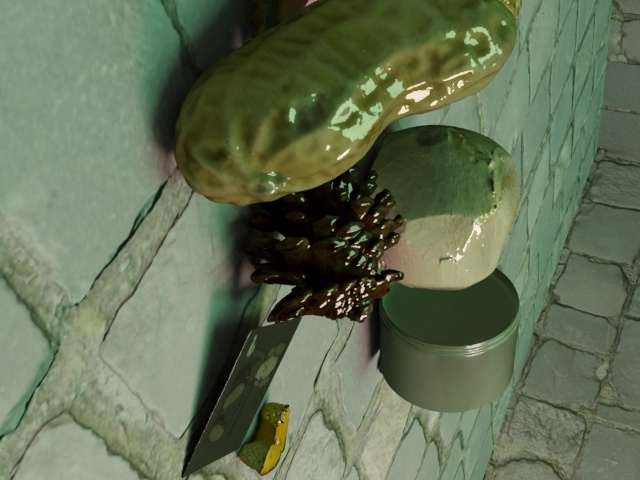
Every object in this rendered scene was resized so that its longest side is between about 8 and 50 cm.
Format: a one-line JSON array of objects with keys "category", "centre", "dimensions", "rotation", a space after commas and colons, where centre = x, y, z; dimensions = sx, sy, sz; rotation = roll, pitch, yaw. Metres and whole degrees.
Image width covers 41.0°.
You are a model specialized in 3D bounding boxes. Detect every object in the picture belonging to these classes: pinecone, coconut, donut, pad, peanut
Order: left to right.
[{"category": "pad", "centre": [-0.085, 0.173, 0.961], "dimensions": [0.190, 0.004, 0.127], "rotation": [-64, 159, 13]}, {"category": "donut", "centre": [-0.068, 0.243, 1.062], "dimensions": [0.067, 0.038, 0.083], "rotation": [3, 96, -65]}, {"category": "pinecone", "centre": [0.002, 0.002, 0.918], "dimensions": [0.179, 0.150, 0.195], "rotation": [-13, 116, -45]}, {"category": "peanut", "centre": [0.021, -0.138, 0.749], "dimensions": [0.153, 0.325, 0.140], "rotation": [-117, -178, -49]}, {"category": "coconut", "centre": [0.163, -0.053, 1.186], "dimensions": [0.227, 0.227, 0.230], "rotation": [-58, 154, -35]}]

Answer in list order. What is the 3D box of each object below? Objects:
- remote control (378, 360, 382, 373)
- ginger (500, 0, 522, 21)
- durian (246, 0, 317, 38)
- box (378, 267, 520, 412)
[{"category": "remote control", "centre": [0.124, 0.198, 1.513], "dimensions": [0.091, 0.016, 0.034], "rotation": [-48, 162, -47]}, {"category": "ginger", "centre": [0.264, -0.406, 1.347], "dimensions": [0.216, 0.102, 0.157], "rotation": [29, 50, -62]}, {"category": "durian", "centre": [0.021, -0.217, 0.848], "dimensions": [0.195, 0.186, 0.305], "rotation": [-50, 144, -11]}, {"category": "box", "centre": [0.209, 0.147, 1.402], "dimensions": [0.226, 0.226, 0.149], "rotation": [-52, 149, -43]}]
